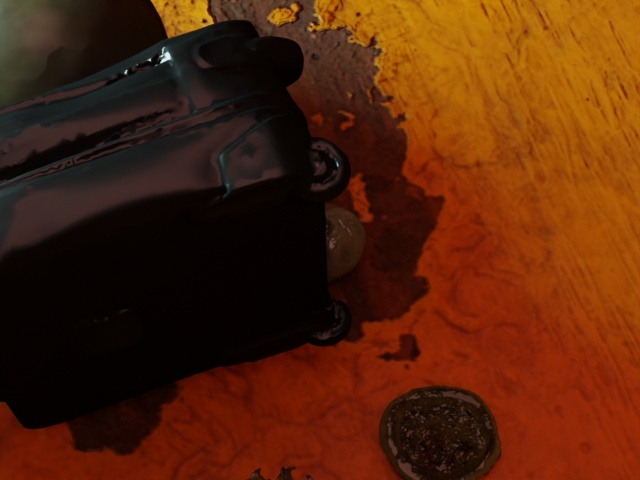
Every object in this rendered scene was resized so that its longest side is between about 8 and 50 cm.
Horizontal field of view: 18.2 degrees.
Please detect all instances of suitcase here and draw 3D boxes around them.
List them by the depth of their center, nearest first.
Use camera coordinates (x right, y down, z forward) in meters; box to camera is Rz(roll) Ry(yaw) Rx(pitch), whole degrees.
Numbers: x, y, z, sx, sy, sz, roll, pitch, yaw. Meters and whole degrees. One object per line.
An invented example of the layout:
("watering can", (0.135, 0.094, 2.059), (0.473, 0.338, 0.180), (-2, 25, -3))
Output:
("suitcase", (-0.151, 0.002, 1.610), (0.339, 0.345, 0.188), (-21, 67, -9))

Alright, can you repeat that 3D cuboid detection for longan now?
("longan", (-0.246, -0.154, 1.760), (0.258, 0.258, 0.258), (1, 59, -2))

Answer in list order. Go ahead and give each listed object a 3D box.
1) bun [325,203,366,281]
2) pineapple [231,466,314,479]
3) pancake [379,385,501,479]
("bun", (0.000, 0.000, 1.798), (0.083, 0.045, 0.083), (0, 55, 0))
("pineapple", (-0.033, 0.257, 1.601), (0.161, 0.137, 0.176), (37, 103, 6))
("pancake", (0.104, 0.168, 1.719), (0.108, 0.017, 0.108), (1, 63, -2))
